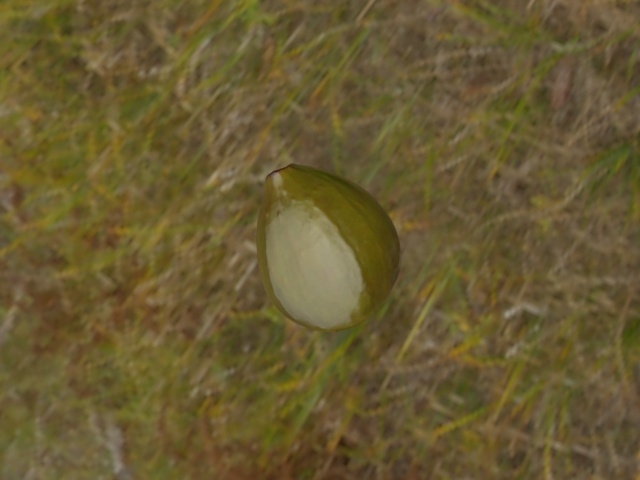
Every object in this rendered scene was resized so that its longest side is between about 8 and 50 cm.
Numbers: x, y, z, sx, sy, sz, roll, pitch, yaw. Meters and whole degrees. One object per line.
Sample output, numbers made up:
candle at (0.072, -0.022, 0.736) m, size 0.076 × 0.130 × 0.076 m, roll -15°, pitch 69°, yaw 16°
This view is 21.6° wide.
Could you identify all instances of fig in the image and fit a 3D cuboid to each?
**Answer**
fig at (0.000, 0.000, 0.829) m, size 0.074 × 0.074 × 0.088 m, roll -15°, pitch 109°, yaw 36°
